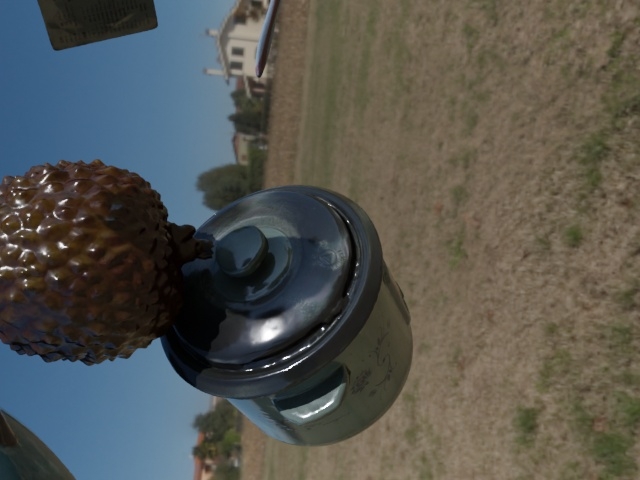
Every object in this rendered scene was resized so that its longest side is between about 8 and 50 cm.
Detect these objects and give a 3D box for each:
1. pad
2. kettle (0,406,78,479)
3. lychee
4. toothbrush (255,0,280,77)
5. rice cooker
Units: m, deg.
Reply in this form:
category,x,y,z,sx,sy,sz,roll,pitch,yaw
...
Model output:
category,x,y,z,sx,sy,sz,roll,pitch,yaw
pad,-0.313,-0.385,0.850,0.009,0.159,0.265,55,157,35
kettle,-0.502,0.344,0.821,0.247,0.319,0.342,-114,1,-65
lychee,-0.220,0.020,0.618,0.200,0.238,0.200,24,119,55
toothbrush,-0.037,-0.244,0.583,0.019,0.013,0.193,40,124,43
rice cooker,-0.034,0.086,0.750,0.317,0.264,0.317,63,-175,-10
